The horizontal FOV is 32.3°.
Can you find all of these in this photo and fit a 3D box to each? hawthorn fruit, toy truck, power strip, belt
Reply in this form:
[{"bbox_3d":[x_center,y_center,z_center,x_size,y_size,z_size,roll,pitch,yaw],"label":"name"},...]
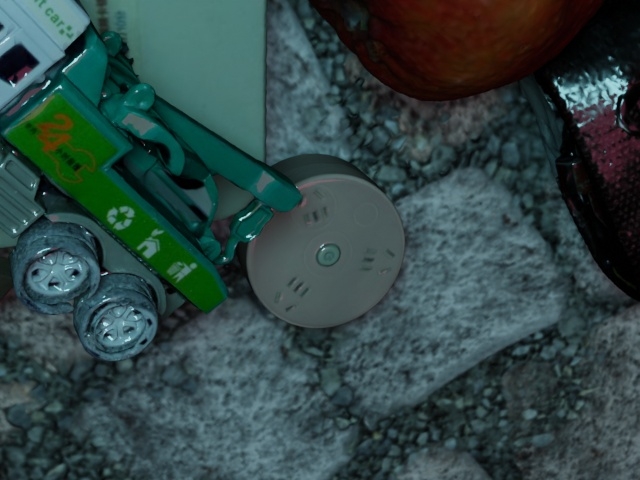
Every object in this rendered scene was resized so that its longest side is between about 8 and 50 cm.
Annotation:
[{"bbox_3d":[0.123,-0.264,0.862,0.307,0.265,0.265,-45,116,-13],"label":"hawthorn fruit"},{"bbox_3d":[-0.179,-0.073,0.752,0.178,0.176,0.363,-42,131,4],"label":"toy truck"},{"bbox_3d":[0.000,0.000,1.019,0.154,0.078,0.154,-5,111,-13],"label":"power strip"},{"bbox_3d":[0.291,-0.095,1.004,0.164,0.184,0.289,-27,116,4],"label":"belt"}]

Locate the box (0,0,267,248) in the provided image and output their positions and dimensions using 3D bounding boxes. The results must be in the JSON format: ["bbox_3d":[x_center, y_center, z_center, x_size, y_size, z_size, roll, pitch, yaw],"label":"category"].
[{"bbox_3d":[-0.240,-0.171,0.825,0.397,0.111,0.396,-7,129,-13],"label":"box"}]

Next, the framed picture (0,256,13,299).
[{"bbox_3d":[-0.348,0.052,0.914,0.128,0.023,0.168,20,134,-37],"label":"framed picture"}]
